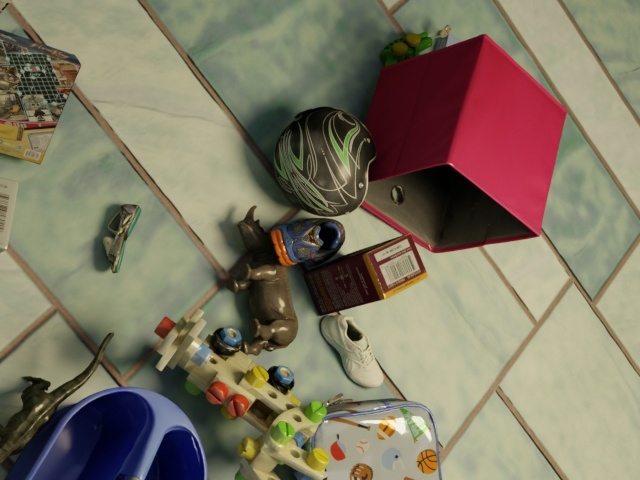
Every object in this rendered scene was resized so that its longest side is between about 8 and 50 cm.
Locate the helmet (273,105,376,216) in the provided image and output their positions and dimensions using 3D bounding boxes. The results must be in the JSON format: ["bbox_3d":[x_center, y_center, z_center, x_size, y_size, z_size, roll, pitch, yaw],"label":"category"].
[{"bbox_3d":[0.004,-0.125,1.795,0.169,0.169,0.162,41,44,-20],"label":"helmet"}]

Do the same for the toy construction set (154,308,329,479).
[{"bbox_3d":[-0.123,0.232,1.580,0.328,0.151,0.215,49,26,-8],"label":"toy construction set"}]

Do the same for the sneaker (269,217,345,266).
[{"bbox_3d":[0.000,0.000,1.774,0.221,0.087,0.083,-19,96,-68],"label":"sneaker"}]

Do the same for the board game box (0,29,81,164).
[{"bbox_3d":[-0.476,-0.215,1.498,0.243,0.042,0.165,16,112,-31],"label":"board game box"}]

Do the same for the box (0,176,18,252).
[{"bbox_3d":[-0.481,-0.037,1.484,0.102,0.087,0.101,15,71,-31],"label":"box"}]

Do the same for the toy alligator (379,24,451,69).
[{"bbox_3d":[0.167,-0.365,2.030,0.051,0.056,0.189,35,56,26],"label":"toy alligator"}]

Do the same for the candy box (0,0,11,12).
[{"bbox_3d":[-0.498,-0.355,1.456,0.159,0.233,0.071,2,78,-35],"label":"candy box"}]

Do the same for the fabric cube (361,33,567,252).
[{"bbox_3d":[0.237,-0.159,1.892,0.254,0.259,0.258,32,62,-33],"label":"fabric cube"}]

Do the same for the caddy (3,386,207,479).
[{"bbox_3d":[-0.300,0.363,1.462,0.241,0.179,0.341,39,61,-20],"label":"caddy"}]

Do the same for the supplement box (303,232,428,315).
[{"bbox_3d":[0.071,0.058,1.781,0.104,0.188,0.081,-23,92,-36],"label":"supplement box"}]

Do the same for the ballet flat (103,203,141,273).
[{"bbox_3d":[-0.305,-0.005,1.634,0.041,0.041,0.114,28,64,-26],"label":"ballet flat"}]

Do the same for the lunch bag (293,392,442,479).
[{"bbox_3d":[0.069,0.394,1.720,0.243,0.115,0.303,-5,90,-20],"label":"lunch bag"}]

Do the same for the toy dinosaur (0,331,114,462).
[{"bbox_3d":[-0.388,0.228,1.469,0.064,0.118,0.268,52,56,-14],"label":"toy dinosaur"}]

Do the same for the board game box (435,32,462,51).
[{"bbox_3d":[0.301,-0.282,2.111,0.211,0.039,0.160,26,66,-26],"label":"board game box"}]

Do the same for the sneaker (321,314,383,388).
[{"bbox_3d":[0.062,0.188,1.825,0.152,0.061,0.054,54,54,-14],"label":"sneaker"}]

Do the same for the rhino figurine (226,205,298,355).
[{"bbox_3d":[-0.093,0.063,1.739,0.106,0.073,0.243,2,76,-44],"label":"rhino figurine"}]
